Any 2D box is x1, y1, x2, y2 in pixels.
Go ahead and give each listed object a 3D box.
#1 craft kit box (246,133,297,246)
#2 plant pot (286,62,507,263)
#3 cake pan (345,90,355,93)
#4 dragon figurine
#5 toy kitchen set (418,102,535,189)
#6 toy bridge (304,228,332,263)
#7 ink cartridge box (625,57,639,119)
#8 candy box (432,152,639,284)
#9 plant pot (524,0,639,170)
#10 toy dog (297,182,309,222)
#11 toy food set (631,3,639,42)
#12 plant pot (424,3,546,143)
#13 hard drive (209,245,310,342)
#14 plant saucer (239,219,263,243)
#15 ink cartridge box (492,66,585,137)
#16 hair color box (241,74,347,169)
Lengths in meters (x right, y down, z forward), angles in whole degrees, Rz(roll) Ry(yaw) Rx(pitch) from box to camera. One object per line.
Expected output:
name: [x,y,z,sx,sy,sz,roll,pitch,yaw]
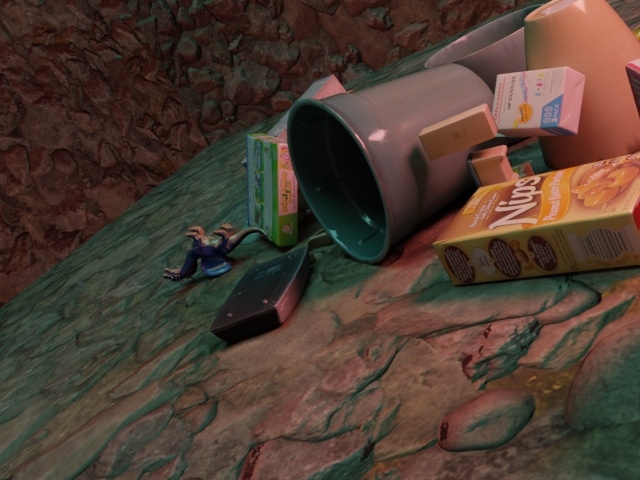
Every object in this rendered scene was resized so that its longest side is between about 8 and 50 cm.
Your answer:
craft kit box: [-0.125,-0.133,1.807,0.061,0.249,0.247,-5,16,-20]
plant pot: [0.162,-0.177,1.433,0.334,0.341,0.341,-27,15,-22]
cake pan: [0.079,-0.212,1.745,0.054,0.293,0.293,11,32,16]
dragon figurine: [-0.265,0.035,1.850,0.289,0.144,0.085,-7,19,6]
toy kitchen set: [0.288,-0.147,1.296,0.122,0.207,0.166,-18,20,29]
toy bridge: [0.000,0.000,1.637,0.063,0.026,0.188,-16,21,43]
ink cartridge box: [0.411,-0.045,0.694,0.117,0.283,0.207,-21,19,14]
candy box: [0.347,-0.030,1.075,0.316,0.087,0.183,-10,25,45]
plant pot: [0.490,-0.311,1.333,0.257,0.274,0.256,-26,18,9]
toy dog: [0.001,-0.188,1.925,0.220,0.161,0.333,90,-160,-68]
toy food set: [0.689,-0.465,1.645,0.306,0.092,0.219,-41,8,32]
plant pot: [0.419,-0.360,1.643,0.293,0.235,0.293,-27,18,9]
hard drive: [-0.110,0.107,1.458,0.172,0.054,0.254,-22,19,22]
plant saucer: [-0.157,-0.057,2.025,0.195,0.037,0.195,-27,17,9]
ink cartridge box: [0.364,-0.240,1.274,0.062,0.104,0.181,9,-1,-38]
hair color box: [-0.041,-0.294,2.136,0.114,0.185,0.374,-3,44,55]
